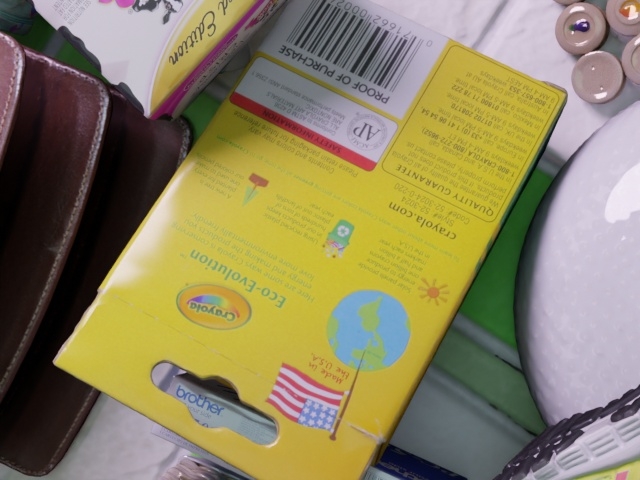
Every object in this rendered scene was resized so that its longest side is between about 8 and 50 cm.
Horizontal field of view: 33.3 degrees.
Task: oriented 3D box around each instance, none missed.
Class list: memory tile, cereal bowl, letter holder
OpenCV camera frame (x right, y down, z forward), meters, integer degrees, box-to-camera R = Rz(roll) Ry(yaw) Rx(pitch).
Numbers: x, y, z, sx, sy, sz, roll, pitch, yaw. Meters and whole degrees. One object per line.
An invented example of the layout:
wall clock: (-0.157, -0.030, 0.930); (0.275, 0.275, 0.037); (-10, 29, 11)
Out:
memory tile: (0.210, -0.176, 0.734); (0.113, 0.012, 0.148); (-16, 88, 30)
cereal bowl: (0.290, 0.048, 0.668); (0.339, 0.141, 0.339); (0, 88, 11)
letter holder: (-0.244, 0.010, 0.760); (0.214, 0.152, 0.302); (23, 92, 8)

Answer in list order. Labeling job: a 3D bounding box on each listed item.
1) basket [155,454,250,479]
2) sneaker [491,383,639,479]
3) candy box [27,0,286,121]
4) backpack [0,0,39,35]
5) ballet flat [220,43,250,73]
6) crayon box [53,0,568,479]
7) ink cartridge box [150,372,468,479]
basket: (-0.054, 0.234, 0.738); (0.167, 0.103, 0.113); (21, 90, 11)
sneaker: (0.172, 0.144, 0.609); (0.208, 0.081, 0.094); (-39, 85, 42)
candy box: (-0.130, -0.210, 0.673); (0.233, 0.071, 0.159); (44, 98, 1)
backpack: (-0.270, -0.233, 0.790); (0.182, 0.152, 0.115); (29, 109, 7)
ballet flat: (-0.078, -0.307, 0.769); (0.139, 0.139, 0.400); (7, 93, 10)
crayon box: (0.000, 0.000, 0.698); (0.202, 0.081, 0.318); (28, 70, 10)
ink cartridge box: (-0.004, 0.149, 0.736); (0.207, 0.097, 0.046); (23, 92, 10)
